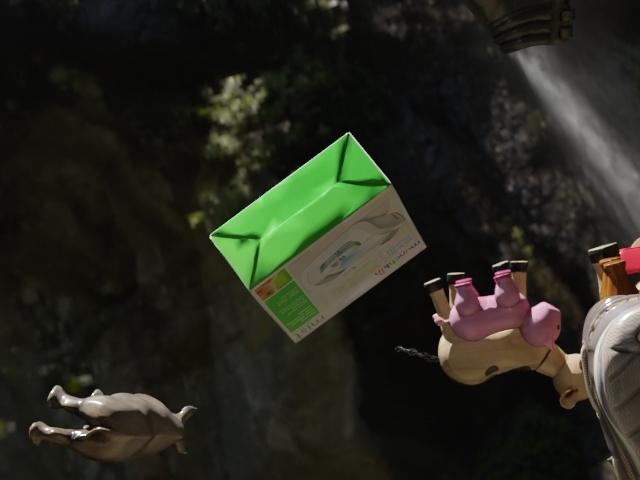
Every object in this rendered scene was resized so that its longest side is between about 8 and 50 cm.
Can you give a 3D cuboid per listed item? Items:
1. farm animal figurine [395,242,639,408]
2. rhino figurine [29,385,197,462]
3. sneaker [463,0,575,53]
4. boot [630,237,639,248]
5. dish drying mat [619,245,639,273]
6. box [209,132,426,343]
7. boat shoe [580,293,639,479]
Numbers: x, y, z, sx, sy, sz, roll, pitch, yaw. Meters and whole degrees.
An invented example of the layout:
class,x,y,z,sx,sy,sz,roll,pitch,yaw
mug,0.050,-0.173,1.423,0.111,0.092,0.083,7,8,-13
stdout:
class,x,y,z,sx,sy,sz,roll,pitch,yaw
farm animal figurine,0.287,0.088,1.372,0.327,0.172,0.330,-15,3,-27
rhino figurine,-0.203,0.198,1.545,0.106,0.073,0.243,8,-3,20
sneaker,0.344,-0.358,1.992,0.296,0.147,0.104,-25,9,13
boot,0.463,0.028,2.017,0.118,0.042,0.087,-31,-35,-27
dish drying mat,0.358,0.016,1.542,0.083,0.032,0.008,-10,-34,-6
box,0.000,0.000,2.196,0.262,0.126,0.231,-36,-30,-2
boat shoe,0.313,0.192,1.199,0.132,0.130,0.355,-21,-71,0
